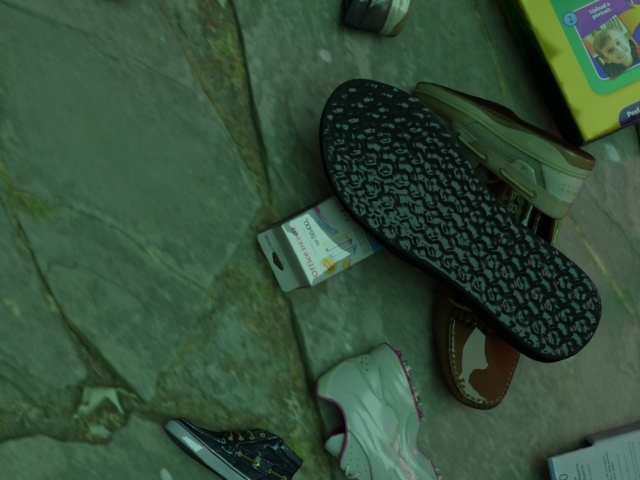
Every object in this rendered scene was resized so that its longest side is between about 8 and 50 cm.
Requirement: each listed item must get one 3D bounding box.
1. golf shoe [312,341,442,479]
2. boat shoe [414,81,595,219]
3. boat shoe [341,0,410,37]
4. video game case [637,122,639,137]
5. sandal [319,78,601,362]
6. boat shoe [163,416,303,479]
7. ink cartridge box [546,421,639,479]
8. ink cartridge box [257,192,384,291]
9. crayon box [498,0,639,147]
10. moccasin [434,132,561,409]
[{"bbox_3d":[0.082,0.293,1.617,0.140,0.115,0.306,-16,85,-8],"label":"golf shoe"},{"bbox_3d":[0.219,-0.123,1.611,0.109,0.302,0.098,7,111,-44],"label":"boat shoe"},{"bbox_3d":[0.075,-0.418,1.661,0.092,0.103,0.285,3,91,-22],"label":"boat shoe"},{"bbox_3d":[0.580,-0.267,1.830,0.269,0.061,0.244,-10,89,-18],"label":"video game case"},{"bbox_3d":[0.156,-0.012,1.563,0.446,0.107,0.167,46,73,-3],"label":"sandal"},{"bbox_3d":[-0.110,0.261,1.575,0.183,0.065,0.083,40,73,-17],"label":"boat shoe"},{"bbox_3d":[0.484,0.417,1.750,0.330,0.071,0.324,-11,90,-15],"label":"ink cartridge box"},{"bbox_3d":[0.000,0.000,1.610,0.143,0.090,0.092,-29,95,-18],"label":"ink cartridge box"},{"bbox_3d":[0.449,-0.341,1.713,0.362,0.106,0.313,-24,87,-2],"label":"crayon box"},{"bbox_3d":[0.254,0.039,1.659,0.139,0.147,0.380,23,79,-15],"label":"moccasin"}]
